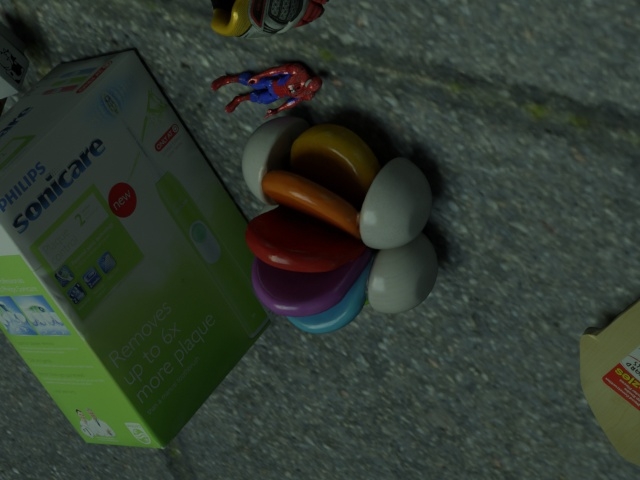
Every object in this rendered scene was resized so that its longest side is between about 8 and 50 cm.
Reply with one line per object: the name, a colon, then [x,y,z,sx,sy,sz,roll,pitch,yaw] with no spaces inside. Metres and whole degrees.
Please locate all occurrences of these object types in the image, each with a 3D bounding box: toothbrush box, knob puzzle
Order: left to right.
toothbrush box: [-0.184,0.010,1.610,0.122,0.206,0.283,-4,126,48]
knob puzzle: [0.285,0.125,1.437,0.213,0.030,0.213,26,144,20]

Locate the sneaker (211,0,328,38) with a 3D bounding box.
sneaker: [-0.078,-0.245,1.284,0.088,0.093,0.225,-29,89,53]

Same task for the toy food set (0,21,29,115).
toy food set: [-0.323,-0.185,1.651,0.111,0.104,0.232,-14,138,36]

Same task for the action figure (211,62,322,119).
action figure: [-0.040,-0.121,1.476,0.115,0.030,0.038,-5,121,45]

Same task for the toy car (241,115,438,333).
toy car: [0.000,0.000,1.476,0.159,0.136,0.182,21,143,26]
